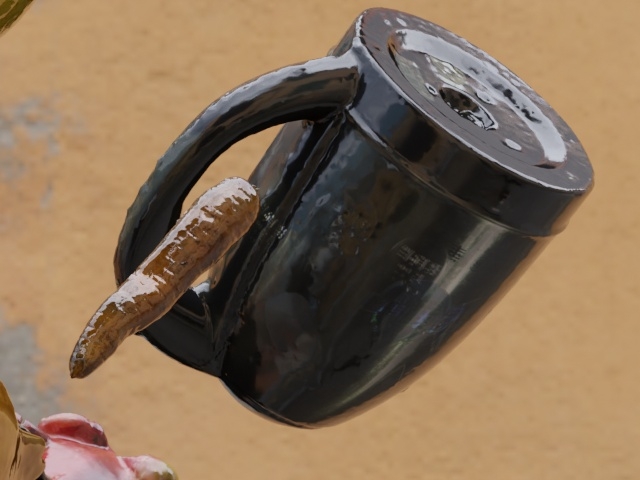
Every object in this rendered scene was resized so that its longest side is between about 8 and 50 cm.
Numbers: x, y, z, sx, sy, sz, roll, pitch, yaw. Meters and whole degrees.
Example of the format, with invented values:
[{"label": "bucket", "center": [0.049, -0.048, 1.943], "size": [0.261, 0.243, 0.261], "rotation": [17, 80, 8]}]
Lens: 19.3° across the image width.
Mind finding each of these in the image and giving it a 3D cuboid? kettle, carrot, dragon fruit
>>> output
[{"label": "kettle", "center": [0.000, 0.000, 1.464], "size": [0.321, 0.324, 0.228], "rotation": [18, 29, -35]}, {"label": "carrot", "center": [-0.091, 0.022, 1.083], "size": [0.036, 0.165, 0.035], "rotation": [33, -27, 19]}, {"label": "dragon fruit", "center": [-0.243, 0.261, 1.596], "size": [0.243, 0.227, 0.307], "rotation": [-34, -29, 26]}]

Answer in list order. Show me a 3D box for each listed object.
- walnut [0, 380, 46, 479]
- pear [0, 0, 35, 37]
[{"label": "walnut", "center": [-0.261, 0.119, 0.904], "size": [0.209, 0.209, 0.336], "rotation": [-6, -5, 43]}, {"label": "pear", "center": [-0.257, -0.203, 0.949], "size": [0.281, 0.280, 0.281], "rotation": [0, -6, 0]}]
